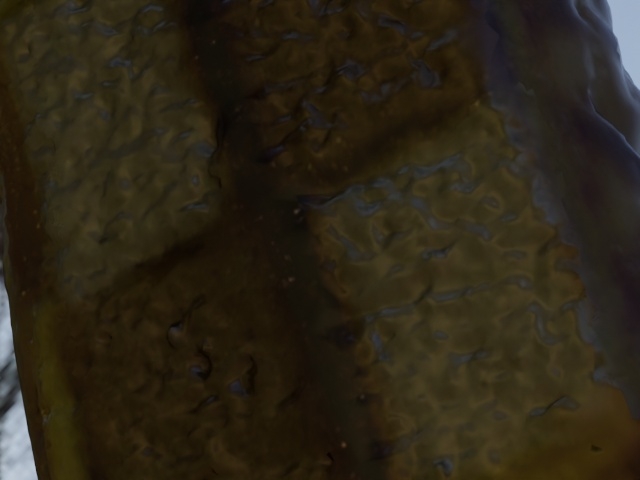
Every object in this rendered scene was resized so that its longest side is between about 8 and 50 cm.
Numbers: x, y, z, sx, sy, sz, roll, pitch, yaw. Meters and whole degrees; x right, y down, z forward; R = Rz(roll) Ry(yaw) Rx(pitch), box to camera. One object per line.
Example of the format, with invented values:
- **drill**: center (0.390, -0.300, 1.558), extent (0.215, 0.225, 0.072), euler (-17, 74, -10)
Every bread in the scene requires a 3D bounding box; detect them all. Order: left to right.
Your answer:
- **bread**: center (0.000, 0.000, 0.437), extent (0.096, 0.181, 0.222), euler (27, 43, -61)
